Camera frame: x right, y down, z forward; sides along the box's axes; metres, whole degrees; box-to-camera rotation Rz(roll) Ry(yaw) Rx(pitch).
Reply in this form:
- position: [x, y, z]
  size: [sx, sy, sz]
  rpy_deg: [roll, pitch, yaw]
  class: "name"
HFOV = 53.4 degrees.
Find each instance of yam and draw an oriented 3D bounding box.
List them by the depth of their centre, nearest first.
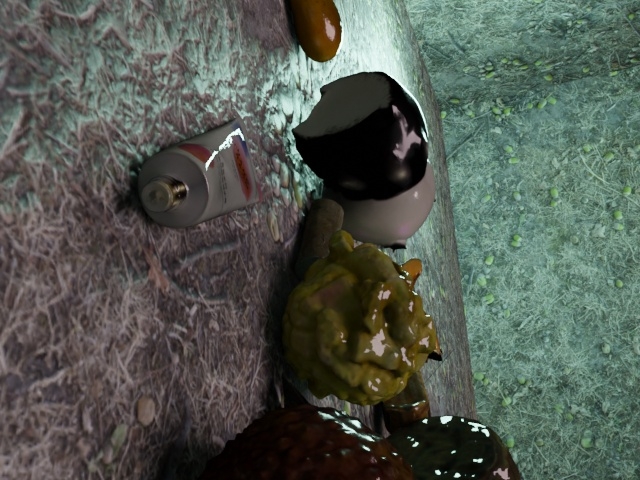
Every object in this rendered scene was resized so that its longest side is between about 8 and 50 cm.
- position: [0.000, 0.000, 1.089]
  size: [0.169, 0.068, 0.068]
  rpy_deg: [-76, 150, -50]
  class: "yam"

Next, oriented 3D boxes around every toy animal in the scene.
- position: [0.102, -0.133, 1.199]
  size: [0.310, 0.250, 0.251]
  rpy_deg: [56, 29, -37]
  class: "toy animal"

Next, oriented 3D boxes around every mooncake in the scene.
- position: [0.232, 0.462, 1.194]
  size: [0.290, 0.290, 0.161]
  rpy_deg: [-56, 131, -65]
  class: "mooncake"

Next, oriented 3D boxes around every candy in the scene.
- position: [0.181, 0.316, 1.419]
  size: [0.271, 0.101, 0.143]
  rpy_deg: [-92, 173, -55]
  class: "candy"

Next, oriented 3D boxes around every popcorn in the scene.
- position: [0.061, 0.123, 0.937]
  size: [0.212, 0.259, 0.259]
  rpy_deg: [24, -44, 60]
  class: "popcorn"

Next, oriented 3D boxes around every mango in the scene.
- position: [-0.011, -0.443, 1.260]
  size: [0.115, 0.090, 0.178]
  rpy_deg: [-27, 99, -64]
  class: "mango"

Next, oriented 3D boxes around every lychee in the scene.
- position: [-0.016, 0.283, 0.594]
  size: [0.260, 0.260, 0.261]
  rpy_deg: [-10, 90, -72]
  class: "lychee"

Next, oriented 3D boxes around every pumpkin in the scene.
- position: [0.186, 0.177, 1.533]
  size: [0.149, 0.130, 0.254]
  rpy_deg: [6, 68, -41]
  class: "pumpkin"

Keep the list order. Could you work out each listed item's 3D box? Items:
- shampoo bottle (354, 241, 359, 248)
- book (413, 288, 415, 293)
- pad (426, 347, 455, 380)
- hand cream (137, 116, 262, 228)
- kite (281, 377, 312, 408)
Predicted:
- position: [0.022, 0.077, 1.100]
  size: [0.192, 0.074, 0.074]
  rpy_deg: [-71, 146, -47]
  class: "shampoo bottle"
- position: [0.237, 0.184, 1.767]
  size: [0.289, 0.026, 0.201]
  rpy_deg: [-5, 85, -72]
  class: "book"
- position: [0.250, 0.333, 1.505]
  size: [0.116, 0.004, 0.193]
  rpy_deg: [-37, 162, -41]
  class: "pad"
- position: [-0.125, -0.079, 0.759]
  size: [0.341, 0.077, 0.124]
  rpy_deg: [-52, 129, -72]
  class: "hand cream"
- position: [0.020, 0.273, 0.783]
  size: [0.015, 0.285, 0.152]
  rpy_deg: [-19, 104, -28]
  class: "kite"
